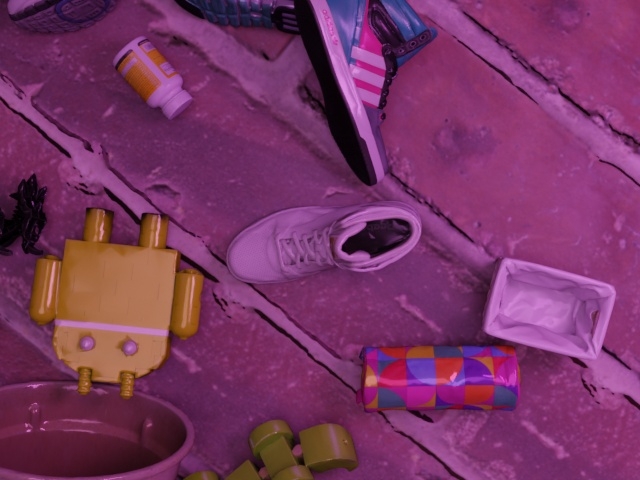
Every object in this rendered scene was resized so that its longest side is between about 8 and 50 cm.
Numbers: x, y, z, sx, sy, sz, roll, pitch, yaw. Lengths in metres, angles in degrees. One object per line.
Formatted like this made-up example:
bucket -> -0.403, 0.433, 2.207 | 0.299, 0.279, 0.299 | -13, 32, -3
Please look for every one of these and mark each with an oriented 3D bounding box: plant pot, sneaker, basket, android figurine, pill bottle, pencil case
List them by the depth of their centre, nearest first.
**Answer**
plant pot -> -0.353, 0.394, 1.537 | 0.333, 0.334, 0.306 | 7, 103, 2
sneaker -> 0.000, 0.000, 1.566 | 0.292, 0.169, 0.108 | -14, 93, 3
sneaker -> 0.088, -0.240, 1.585 | 0.178, 0.124, 0.296 | -24, 113, -15
basket -> 0.319, 0.094, 1.591 | 0.167, 0.103, 0.113 | 15, 92, 2
pencil case -> 0.168, 0.198, 1.604 | 0.236, 0.104, 0.104 | 0, 92, 4
sneaker -> -0.327, -0.408, 1.611 | 0.297, 0.111, 0.129 | -34, 75, -1
sneaker -> -0.104, -0.366, 1.618 | 0.223, 0.083, 0.098 | 13, 65, 2
android figurine -> -0.296, 0.091, 1.618 | 0.248, 0.056, 0.273 | 7, 82, 2
pill bottle -> -0.241, -0.233, 1.618 | 0.065, 0.065, 0.116 | -42, 89, 2

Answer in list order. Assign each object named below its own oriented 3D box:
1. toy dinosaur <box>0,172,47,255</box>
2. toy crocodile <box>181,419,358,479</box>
toy dinosaur -> -0.520, -0.017, 1.615 | 0.218, 0.164, 0.322 | -16, 108, 20
toy crocodile -> -0.103, 0.369, 1.617 | 0.340, 0.105, 0.115 | -35, 49, 3
